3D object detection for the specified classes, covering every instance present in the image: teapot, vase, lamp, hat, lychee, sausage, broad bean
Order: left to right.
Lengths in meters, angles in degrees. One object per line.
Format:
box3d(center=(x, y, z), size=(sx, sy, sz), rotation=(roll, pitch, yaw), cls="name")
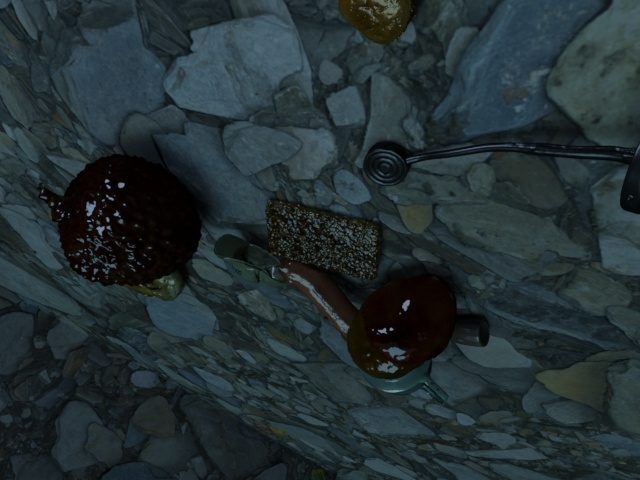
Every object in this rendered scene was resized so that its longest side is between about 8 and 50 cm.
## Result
box3d(center=(-0.379, -0.036, 0.863), size=(0.300, 0.264, 0.264), rotation=(18, 152, -31), cls="lychee")
box3d(center=(-0.149, 0.054, 0.951), size=(0.166, 0.122, 0.081), rotation=(23, 110, -42), cls="hat")
box3d(center=(0.033, 0.135, 0.924), size=(0.304, 0.078, 0.078), rotation=(45, 143, 0), cls="sausage")
box3d(center=(0.146, 0.156, 0.819), size=(0.228, 0.122, 0.156), rotation=(-37, 84, 12), cls="broad bean")
box3d(center=(0.178, 0.270, 0.983), size=(0.232, 0.159, 0.159), rotation=(33, 154, 41), cls="teapot")
box3d(center=(0.273, 0.178, 0.881), size=(0.100, 0.053, 0.053), rotation=(-4, 134, 42), cls="vase")
box3d(center=(0.207, -0.090, 0.541), size=(0.371, 0.108, 0.130), rotation=(6, 140, 28), cls="lamp")

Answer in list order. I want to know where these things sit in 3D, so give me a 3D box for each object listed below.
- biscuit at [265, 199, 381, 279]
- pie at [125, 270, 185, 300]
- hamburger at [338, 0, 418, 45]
box3d(center=(0.000, 0.000, 0.840), size=(0.231, 0.025, 0.131), rotation=(13, 128, 19), cls="biscuit")
box3d(center=(-0.521, 0.062, 1.235), size=(0.339, 0.077, 0.339), rotation=(17, 143, 13), cls="pie")
box3d(center=(0.062, -0.256, 0.487), size=(0.083, 0.044, 0.076), rotation=(36, 143, -6), cls="hamburger")
